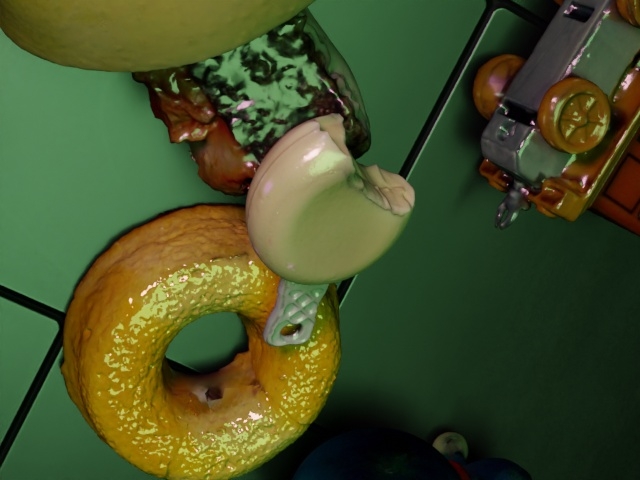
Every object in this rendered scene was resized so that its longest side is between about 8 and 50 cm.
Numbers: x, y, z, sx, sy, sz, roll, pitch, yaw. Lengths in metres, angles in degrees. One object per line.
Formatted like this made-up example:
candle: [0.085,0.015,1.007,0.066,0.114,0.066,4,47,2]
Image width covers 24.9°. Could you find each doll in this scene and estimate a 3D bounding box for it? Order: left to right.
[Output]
doll: [0.096,0.293,1.532,0.321,0.198,0.186,-3,133,-22]

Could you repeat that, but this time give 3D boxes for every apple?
apple: [-0.155,-0.324,1.255,0.360,0.320,0.312,-21,111,3]

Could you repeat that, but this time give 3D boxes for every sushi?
sushi: [-0.079,-0.173,1.394,0.182,0.196,0.343,-27,104,12]

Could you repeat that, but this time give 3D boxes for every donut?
donut: [-0.111,0.114,1.480,0.302,0.110,0.303,-4,105,-14]

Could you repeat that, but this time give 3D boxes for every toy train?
toy train: [0.305,-0.154,1.505,0.231,0.163,0.369,29,94,-32]

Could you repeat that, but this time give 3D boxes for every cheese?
cheese: [-0.019,0.002,1.342,0.163,0.071,0.249,15,123,-38]
